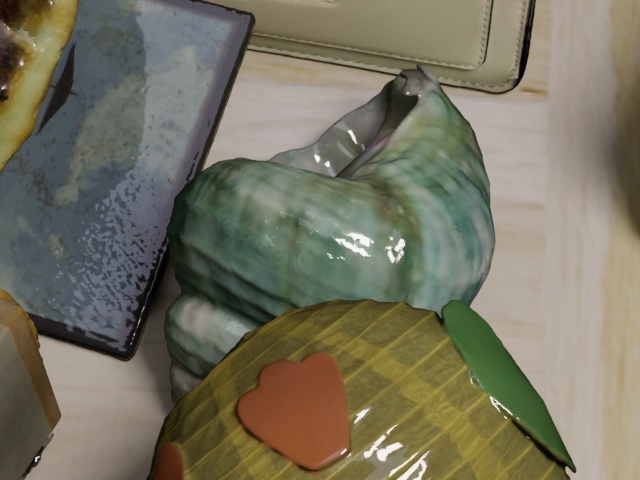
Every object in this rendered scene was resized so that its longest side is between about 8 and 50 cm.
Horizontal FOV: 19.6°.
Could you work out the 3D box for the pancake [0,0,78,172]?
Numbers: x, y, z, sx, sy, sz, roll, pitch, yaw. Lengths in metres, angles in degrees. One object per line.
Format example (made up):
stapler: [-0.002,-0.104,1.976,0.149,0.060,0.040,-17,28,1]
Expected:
pancake: [-0.294,-0.149,1.215,0.305,0.067,0.427,1,90,22]

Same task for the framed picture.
framed picture: [-0.245,-0.085,1.280,0.347,0.016,0.265,17,72,10]

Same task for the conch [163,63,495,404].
conch: [0.000,0.000,1.179,0.277,0.195,0.220,-52,34,-5]

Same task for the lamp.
lamp: [0.034,0.173,1.024,0.250,0.250,0.284,-39,89,-23]

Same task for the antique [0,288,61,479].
antique: [-0.252,0.091,1.120,0.146,0.152,0.148,23,62,16]

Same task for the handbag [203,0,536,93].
handbag: [-0.015,-0.257,1.303,0.358,0.237,0.160,9,59,6]
